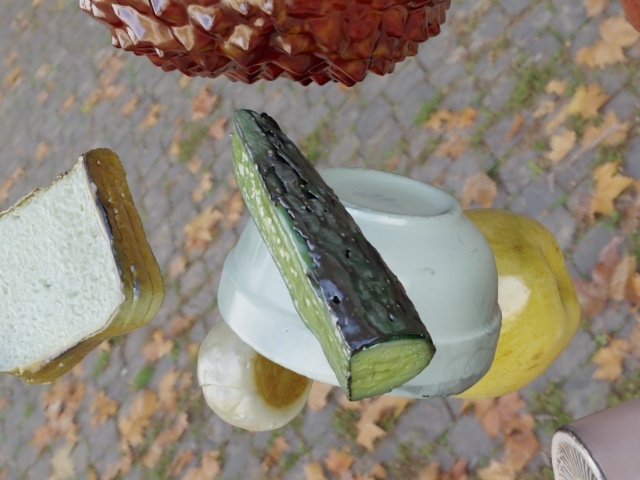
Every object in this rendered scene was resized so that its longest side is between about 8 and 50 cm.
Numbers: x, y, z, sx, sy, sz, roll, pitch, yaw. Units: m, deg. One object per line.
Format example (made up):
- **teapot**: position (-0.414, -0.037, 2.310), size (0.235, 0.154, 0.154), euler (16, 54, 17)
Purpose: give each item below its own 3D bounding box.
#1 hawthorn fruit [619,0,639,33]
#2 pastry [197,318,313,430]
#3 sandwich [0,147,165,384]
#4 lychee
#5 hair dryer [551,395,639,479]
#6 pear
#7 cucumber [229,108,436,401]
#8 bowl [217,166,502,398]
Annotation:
- **hawthorn fruit**: position (0.453, -0.303, 1.221), size (0.299, 0.211, 0.211), euler (14, 66, 26)
- **pastry**: position (-0.078, 0.155, 1.397), size (0.092, 0.156, 0.156), euler (6, 62, 42)
- **sandwich**: position (-0.317, 0.039, 1.412), size (0.251, 0.087, 0.226), euler (-31, 70, 29)
- **lychee**: position (-0.079, -0.350, 1.094), size (0.425, 0.499, 0.425), euler (-55, 16, 24)
- **hair dryer**: position (0.298, 0.231, 0.682), size (0.189, 0.107, 0.344), euler (-17, 54, -10)
- **pear**: position (0.235, 0.098, 1.751), size (0.314, 0.314, 0.314), euler (-34, 35, 28)
- **cucumber**: position (0.003, -0.002, 0.747), size (0.062, 0.078, 0.211), euler (-18, 56, -15)
- **bowl**: position (0.051, 0.024, 1.208), size (0.307, 0.307, 0.163), euler (-133, 50, -59)
